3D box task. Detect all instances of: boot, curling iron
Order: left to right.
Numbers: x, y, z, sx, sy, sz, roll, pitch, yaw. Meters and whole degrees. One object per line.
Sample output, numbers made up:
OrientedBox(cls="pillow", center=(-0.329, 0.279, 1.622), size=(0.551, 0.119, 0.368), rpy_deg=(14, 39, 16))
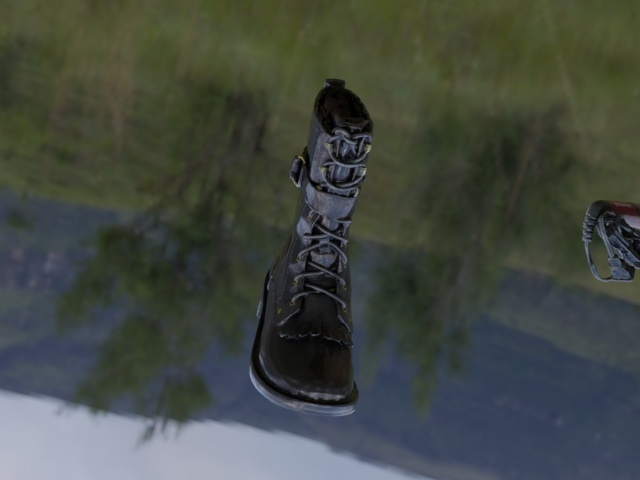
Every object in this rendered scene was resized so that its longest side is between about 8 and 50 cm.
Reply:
OrientedBox(cls="boot", center=(0.000, 0.000, 1.435), size=(0.091, 0.229, 0.263), rpy_deg=(7, -151, -12))
OrientedBox(cls="curling iron", center=(0.300, -0.002, 1.441), size=(0.035, 0.068, 0.274), rpy_deg=(-4, 179, 37))
